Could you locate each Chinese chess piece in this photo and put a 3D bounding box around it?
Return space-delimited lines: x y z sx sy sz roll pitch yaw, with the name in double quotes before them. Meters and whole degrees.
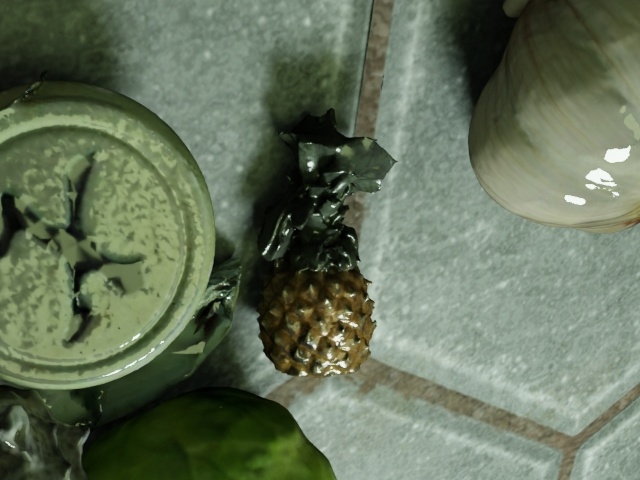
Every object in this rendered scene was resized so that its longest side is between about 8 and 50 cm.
"Chinese chess piece" -0.194 -0.005 0.891 0.237 0.092 0.238 -2 98 -16

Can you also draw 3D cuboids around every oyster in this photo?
"oyster" -0.186 0.088 1.007 0.252 0.087 0.199 -47 139 3

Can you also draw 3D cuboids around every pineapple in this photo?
"pineapple" 0.000 0.000 1.082 0.119 0.111 0.237 -35 132 -55

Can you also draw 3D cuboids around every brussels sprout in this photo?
"brussels sprout" -0.090 0.239 1.075 0.219 0.210 0.271 -22 172 8

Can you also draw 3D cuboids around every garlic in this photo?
"garlic" 0.283 -0.132 1.108 0.321 0.241 0.322 -5 154 -3

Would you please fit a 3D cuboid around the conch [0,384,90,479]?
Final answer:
"conch" -0.286 0.218 0.911 0.186 0.313 0.241 -36 91 -44
